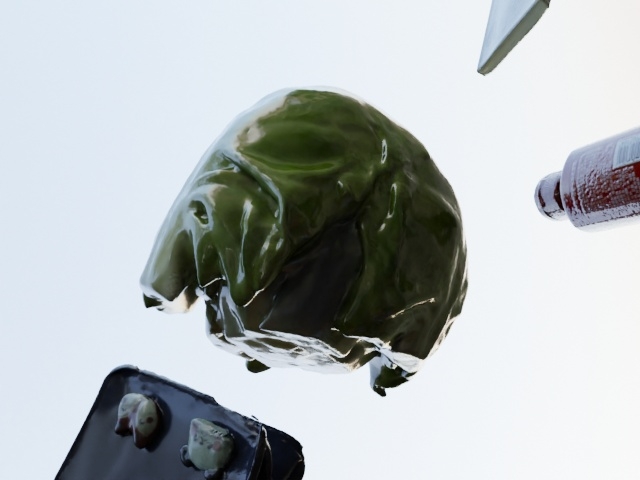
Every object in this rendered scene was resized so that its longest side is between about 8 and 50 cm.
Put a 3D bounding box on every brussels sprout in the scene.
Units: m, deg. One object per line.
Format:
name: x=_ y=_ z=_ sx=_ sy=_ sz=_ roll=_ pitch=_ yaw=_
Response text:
brussels sprout: x=-0.002 y=-0.015 z=1.210 sx=0.425 sy=0.343 sz=0.360 roll=29 pitch=-118 yaw=-35

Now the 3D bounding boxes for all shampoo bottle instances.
shampoo bottle: x=0.373 y=-0.075 z=1.118 sx=0.314 sy=0.076 sz=0.118 roll=158 pitch=106 yaw=-73

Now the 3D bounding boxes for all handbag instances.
handbag: x=-0.211 y=0.340 z=1.122 sx=0.122 sy=0.303 sz=0.329 roll=47 pitch=-116 yaw=-47

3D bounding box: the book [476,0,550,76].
book: x=0.194 y=-0.267 z=0.845 sx=0.138 sy=0.016 sz=0.198 roll=128 pitch=157 yaw=-69
